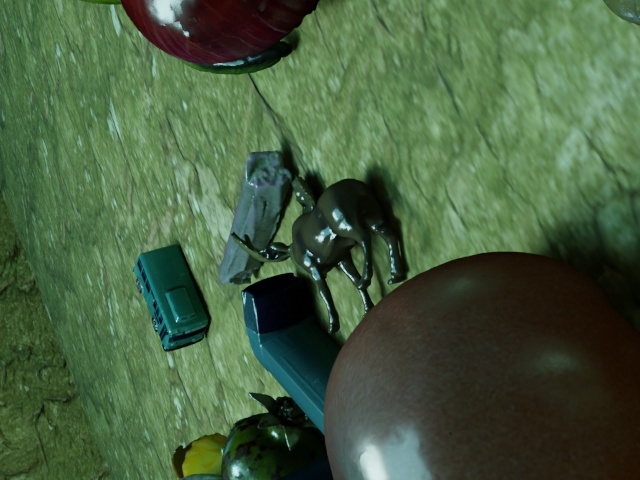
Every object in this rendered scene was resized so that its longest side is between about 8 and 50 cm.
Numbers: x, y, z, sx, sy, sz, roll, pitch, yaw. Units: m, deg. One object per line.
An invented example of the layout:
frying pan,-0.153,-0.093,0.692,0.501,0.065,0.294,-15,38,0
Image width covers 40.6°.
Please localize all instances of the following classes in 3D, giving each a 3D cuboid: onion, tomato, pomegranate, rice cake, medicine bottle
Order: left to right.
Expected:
onion,-0.100,-0.277,0.790,0.248,0.161,0.248,14,124,22
rice cake,-0.087,-0.020,1.081,0.270,0.055,0.049,113,138,-56
pomegranate,-0.056,0.277,1.112,0.148,0.149,0.169,56,151,30
medicine bottle,-0.002,0.147,0.989,0.258,0.079,0.124,42,141,45
tomato,0.120,0.137,0.590,0.256,0.225,0.255,162,90,-74

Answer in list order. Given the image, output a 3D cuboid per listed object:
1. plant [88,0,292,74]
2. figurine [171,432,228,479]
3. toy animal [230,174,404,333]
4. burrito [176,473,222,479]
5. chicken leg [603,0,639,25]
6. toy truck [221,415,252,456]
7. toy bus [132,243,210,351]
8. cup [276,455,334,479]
plant,-0.213,-0.295,0.943,0.251,0.180,0.333,-31,62,18
figurine,-0.147,0.428,1.420,0.246,0.131,0.156,51,130,13
toy animal,0.000,0.000,0.899,0.186,0.094,0.214,58,144,18
burrito,-0.153,0.393,1.275,0.229,0.144,0.089,-5,87,23
chicken leg,0.213,-0.130,0.408,0.198,0.069,0.084,29,132,46
toy truck,-0.104,0.318,1.300,0.154,0.078,0.080,-12,96,64
toy bus,-0.249,0.095,1.447,0.160,0.079,0.092,66,153,17
cup,0.008,0.327,1.013,0.113,0.138,0.150,42,141,47
